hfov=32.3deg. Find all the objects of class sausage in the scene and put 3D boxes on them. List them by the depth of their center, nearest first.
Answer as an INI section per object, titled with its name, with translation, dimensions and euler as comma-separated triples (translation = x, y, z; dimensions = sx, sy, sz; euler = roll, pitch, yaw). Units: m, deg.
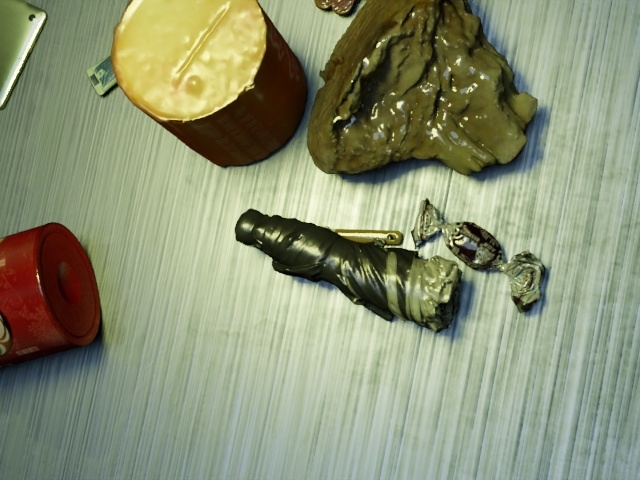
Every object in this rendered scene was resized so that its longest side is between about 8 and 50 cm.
[sausage]
translation = -0.157, -0.250, 1.648
dimensions = 0.233, 0.287, 0.233
euler = -2, 80, 10

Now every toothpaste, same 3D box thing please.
[toothpaste]
translation = -0.301, -0.313, 1.822
dimensions = 0.197, 0.035, 0.057
euler = -34, 70, 11

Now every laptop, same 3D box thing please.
[laptop]
translation = -0.618, -0.360, 1.917
dimensions = 0.269, 0.015, 0.188
euler = 26, 90, 16

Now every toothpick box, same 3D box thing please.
[toothpick box]
translation = -0.543, 0.111, 1.744
dimensions = 0.333, 0.204, 0.204
euler = -15, 80, 12

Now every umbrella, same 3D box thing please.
[umbrella]
translation = 0.041, 0.034, 1.657
dimensions = 0.357, 0.106, 0.113
euler = 20, 81, 14

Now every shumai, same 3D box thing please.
[shumai]
translation = 0.158, -0.221, 1.656
dimensions = 0.283, 0.217, 0.346
euler = 23, 101, -15

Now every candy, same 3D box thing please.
[candy]
translation = 0.231, 0.020, 1.636
dimensions = 0.226, 0.051, 0.094
euler = 35, 95, 15

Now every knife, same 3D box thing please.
[knife]
translation = 0.000, 0.000, 1.712
dimensions = 0.256, 0.022, 0.046
euler = 2, 90, 14

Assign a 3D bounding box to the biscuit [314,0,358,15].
[biscuit]
translation = 0.045, -0.443, 1.754
dimensions = 0.124, 0.026, 0.175
euler = 21, 88, 17
